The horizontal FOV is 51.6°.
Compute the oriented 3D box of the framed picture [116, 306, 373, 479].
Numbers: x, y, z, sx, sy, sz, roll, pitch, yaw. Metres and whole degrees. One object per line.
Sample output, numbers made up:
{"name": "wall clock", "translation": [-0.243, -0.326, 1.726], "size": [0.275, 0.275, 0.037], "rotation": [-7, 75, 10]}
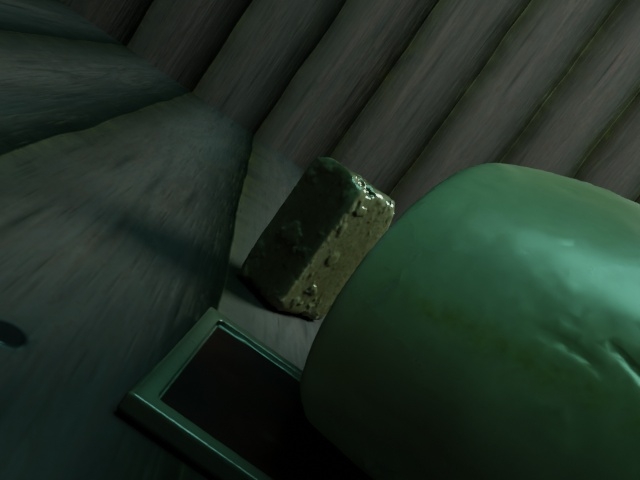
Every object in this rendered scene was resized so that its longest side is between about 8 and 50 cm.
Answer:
{"name": "framed picture", "translation": [0.006, 0.164, 0.500], "size": [0.289, 0.020, 0.211], "rotation": [35, 9, -2]}

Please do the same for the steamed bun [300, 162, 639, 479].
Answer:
{"name": "steamed bun", "translation": [0.216, 0.110, 0.537], "size": [0.371, 0.290, 0.456], "rotation": [34, 3, 23]}

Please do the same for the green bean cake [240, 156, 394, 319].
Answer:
{"name": "green bean cake", "translation": [0.000, 0.000, 0.783], "size": [0.085, 0.179, 0.109], "rotation": [42, 9, 35]}
